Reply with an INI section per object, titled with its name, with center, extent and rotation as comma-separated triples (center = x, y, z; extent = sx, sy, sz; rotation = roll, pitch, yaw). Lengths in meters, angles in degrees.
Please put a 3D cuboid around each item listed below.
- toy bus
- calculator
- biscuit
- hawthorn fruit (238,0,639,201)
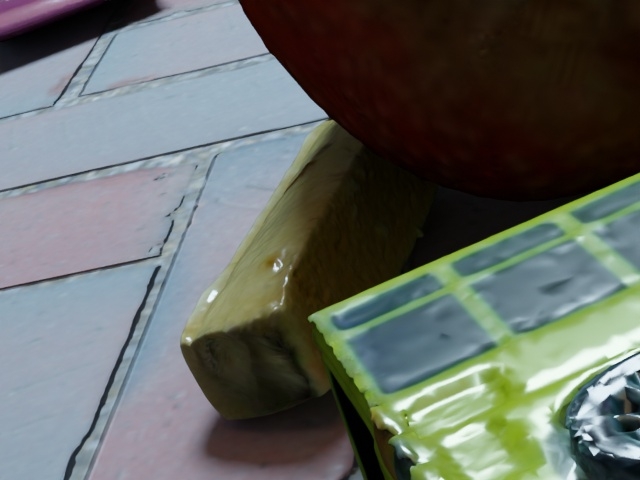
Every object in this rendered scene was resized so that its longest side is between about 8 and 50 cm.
[toy bus]
center = 0.142, 0.036, 0.404
extent = 0.262, 0.128, 0.150
rotation = -23, 26, -8
[calculator]
center = -0.177, -0.173, 1.136
extent = 0.126, 0.034, 0.190
rotation = -23, 21, -8
[biscuit]
center = 0.000, 0.000, 0.656
extent = 0.056, 0.052, 0.188
rotation = -20, 21, 28
[hawthorn fruit]
center = 0.104, -0.152, 0.658
extent = 0.287, 0.287, 0.330
rotation = -13, 9, 11
